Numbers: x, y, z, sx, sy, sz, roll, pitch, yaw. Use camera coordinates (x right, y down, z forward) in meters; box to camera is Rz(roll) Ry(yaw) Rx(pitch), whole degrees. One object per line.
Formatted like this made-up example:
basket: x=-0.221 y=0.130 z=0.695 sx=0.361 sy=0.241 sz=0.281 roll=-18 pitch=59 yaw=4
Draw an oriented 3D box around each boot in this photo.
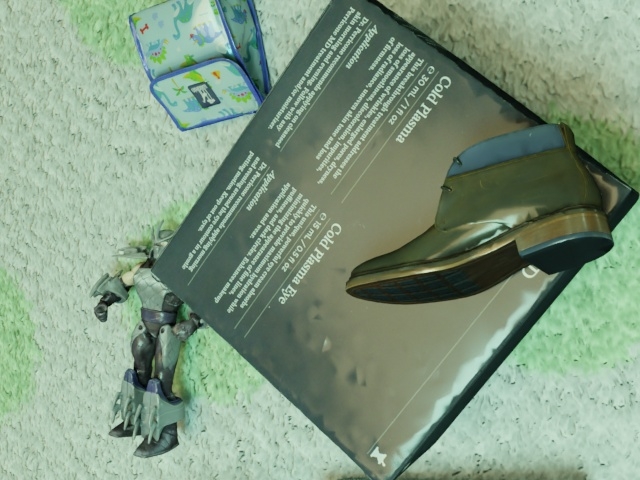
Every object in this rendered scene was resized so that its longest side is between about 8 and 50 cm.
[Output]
boot: x=0.118 y=-0.017 z=0.712 sx=0.219 sy=0.082 sz=0.106 roll=-15 pitch=64 yaw=25

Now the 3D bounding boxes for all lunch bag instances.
lunch bag: x=-0.136 y=-0.212 z=1.029 sx=0.128 sy=0.096 sz=0.151 roll=-10 pitch=105 yaw=28

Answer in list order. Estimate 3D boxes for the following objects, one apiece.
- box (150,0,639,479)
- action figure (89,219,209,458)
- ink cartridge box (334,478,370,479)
box: x=0.070 y=-0.005 z=0.853 sx=0.312 sy=0.179 sz=0.343 roll=41 pitch=105 yaw=17
action figure: x=-0.206 y=0.116 z=1.103 sx=0.185 sy=0.099 sz=0.285 roll=10 pitch=97 yaw=37
ink cartridge box: x=0.148 y=0.452 z=0.923 sx=0.308 sy=0.091 sz=0.385 roll=-9 pitch=91 yaw=38
